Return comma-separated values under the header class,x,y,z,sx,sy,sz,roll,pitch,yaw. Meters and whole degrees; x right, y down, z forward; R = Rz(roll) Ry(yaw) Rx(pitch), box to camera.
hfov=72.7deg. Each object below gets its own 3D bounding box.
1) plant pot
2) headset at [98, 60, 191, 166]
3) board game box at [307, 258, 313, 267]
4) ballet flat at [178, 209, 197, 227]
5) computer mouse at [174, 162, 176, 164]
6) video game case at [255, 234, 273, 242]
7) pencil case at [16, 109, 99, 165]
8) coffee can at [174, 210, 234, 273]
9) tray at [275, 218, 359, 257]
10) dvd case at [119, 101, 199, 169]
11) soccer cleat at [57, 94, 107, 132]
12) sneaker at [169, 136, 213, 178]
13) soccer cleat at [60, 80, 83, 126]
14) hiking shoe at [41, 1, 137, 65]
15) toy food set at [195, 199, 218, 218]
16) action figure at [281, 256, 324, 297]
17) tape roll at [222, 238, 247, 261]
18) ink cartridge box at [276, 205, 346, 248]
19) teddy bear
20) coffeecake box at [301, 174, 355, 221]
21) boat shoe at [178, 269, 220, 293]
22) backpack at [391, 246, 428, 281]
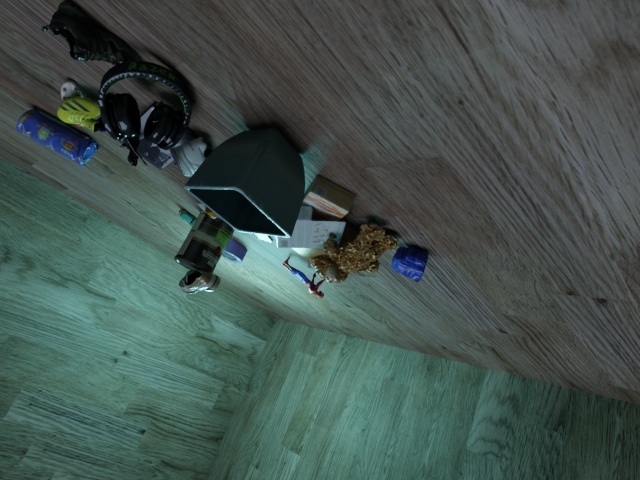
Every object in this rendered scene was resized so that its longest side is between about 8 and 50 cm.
class,x,y,z,sx,sy,sz,roll,pitch,yaw
plant pot,-0.187,-0.184,1.275,0.247,0.253,0.247,7,154,40
headset,-0.528,-0.372,1.297,0.243,0.186,0.394,8,144,-28
board game box,0.062,0.115,1.954,0.193,0.045,0.146,11,173,-43
ballet flat,-0.703,-0.113,2.358,0.052,0.057,0.168,44,175,45
computer mouse,-0.531,-0.322,1.599,0.183,0.060,0.262,17,159,21
video game case,-0.292,-0.029,2.142,0.087,0.011,0.122,16,158,22
pencil case,-1.129,-0.447,1.876,0.305,0.133,0.119,29,-161,-13
coffee can,-0.582,0.017,2.198,0.201,0.276,0.202,21,160,8
tray,0.000,0.000,1.797,0.202,0.076,0.410,37,156,-32
dvd case,-0.557,-0.349,1.492,0.238,0.030,0.179,-23,133,36
soccer cleat,-0.779,-0.419,1.471,0.288,0.121,0.093,2,155,14
sneaker,-0.417,-0.260,1.533,0.111,0.129,0.297,58,175,11
soccer cleat,-0.872,-0.495,1.552,0.068,0.076,0.196,-6,148,-14
hiking shoe,-0.597,-0.500,1.142,0.226,0.114,0.086,35,158,-29
toy food set,-0.349,-0.171,1.507,0.111,0.233,0.105,3,155,16
action figure,-0.061,0.181,2.326,0.280,0.139,0.091,48,162,0
tape roll,-0.526,0.055,2.521,0.188,0.080,0.189,20,160,8
ink cartridge box,-0.042,-0.041,1.561,0.238,0.060,0.275,1,159,-4
teddy bear,0.119,0.059,1.568,0.337,0.113,0.245,-23,145,15
coffeecake box,0.016,-0.127,1.463,0.142,0.068,0.185,26,161,-8
boat shoe,-0.610,0.189,2.113,0.302,0.113,0.103,-11,140,41
backpack,0.325,0.072,1.584,0.120,0.098,0.101,20,131,11
